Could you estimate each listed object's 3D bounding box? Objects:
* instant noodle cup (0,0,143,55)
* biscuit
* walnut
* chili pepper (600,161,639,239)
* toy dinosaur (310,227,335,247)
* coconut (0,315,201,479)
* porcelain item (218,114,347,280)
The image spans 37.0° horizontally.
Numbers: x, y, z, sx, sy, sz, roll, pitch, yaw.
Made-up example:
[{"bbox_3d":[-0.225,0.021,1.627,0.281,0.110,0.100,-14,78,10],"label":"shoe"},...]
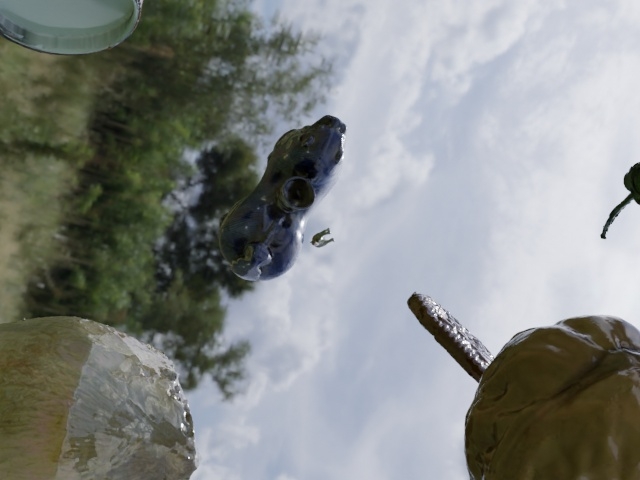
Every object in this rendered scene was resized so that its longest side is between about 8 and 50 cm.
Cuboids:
[{"bbox_3d":[-0.356,-0.410,1.338,0.296,0.296,0.214,132,-39,-55],"label":"instant noodle cup"},{"bbox_3d":[0.175,0.129,1.126,0.027,0.188,0.188,-46,-159,6],"label":"biscuit"},{"bbox_3d":[0.227,0.191,0.792,0.224,0.257,0.257,46,-60,48],"label":"walnut"},{"bbox_3d":[0.349,-0.056,0.845,0.279,0.065,0.122,-172,-107,-67],"label":"chili pepper"},{"bbox_3d":[0.003,-0.002,1.609,0.113,0.041,0.026,-139,-151,-85],"label":"toy dinosaur"},{"bbox_3d":[-0.338,0.294,1.325,0.404,0.405,0.404,-163,-90,-74],"label":"coconut"},{"bbox_3d":[-0.049,-0.067,1.540,0.288,0.138,0.186,-58,-169,-18],"label":"porcelain item"}]
